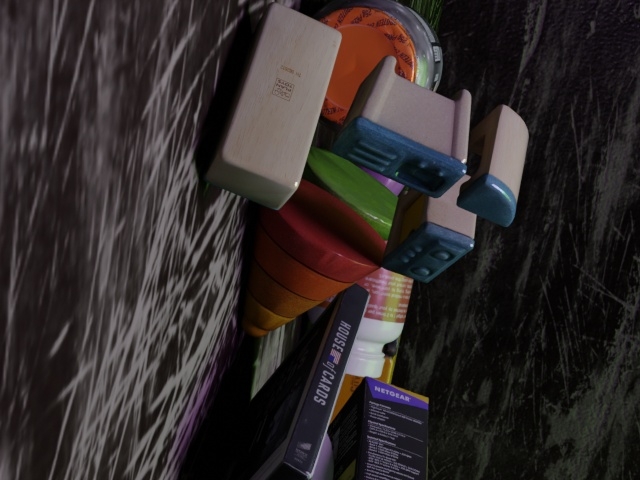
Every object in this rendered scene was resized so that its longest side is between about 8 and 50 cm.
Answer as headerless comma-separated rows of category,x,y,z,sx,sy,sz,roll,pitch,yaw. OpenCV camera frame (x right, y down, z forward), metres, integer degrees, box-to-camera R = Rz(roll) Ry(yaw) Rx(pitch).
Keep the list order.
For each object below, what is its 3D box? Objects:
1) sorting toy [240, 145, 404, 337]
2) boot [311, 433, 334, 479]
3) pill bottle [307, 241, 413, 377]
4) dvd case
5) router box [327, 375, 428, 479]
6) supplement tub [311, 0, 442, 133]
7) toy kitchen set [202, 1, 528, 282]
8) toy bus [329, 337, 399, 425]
sorting toy,0.000,0.000,0.961,0.126,0.127,0.365,-55,177,18
boot,-0.060,0.313,1.055,0.123,0.095,0.258,116,-7,-61
pill bottle,0.052,0.051,1.261,0.121,0.121,0.216,11,91,-83
dvd case,-0.036,0.157,0.851,0.179,0.029,0.239,-52,-172,31
router box,0.013,0.335,1.116,0.243,0.081,0.309,-82,-163,-47
supplement tub,0.042,-0.149,0.880,0.190,0.116,0.117,-46,148,-75
toy kitchen set,0.019,-0.034,0.719,0.166,0.207,0.122,134,-25,-60
toy bus,0.062,0.206,1.656,0.130,0.108,0.333,-33,134,-82
